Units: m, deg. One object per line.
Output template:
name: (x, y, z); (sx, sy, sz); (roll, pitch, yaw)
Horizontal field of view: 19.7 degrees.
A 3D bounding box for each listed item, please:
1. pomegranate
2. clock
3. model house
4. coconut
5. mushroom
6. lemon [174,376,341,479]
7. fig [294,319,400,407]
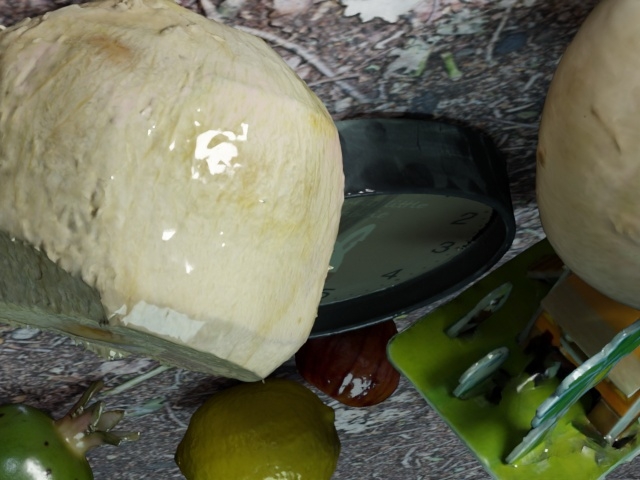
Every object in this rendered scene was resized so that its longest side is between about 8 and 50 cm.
pomegranate: (-0.322, 0.258, 2.135); (0.224, 0.181, 0.181); (-36, 158, -1)
clock: (0.000, 0.000, 1.761); (0.386, 0.076, 0.386); (-11, 159, -4)
model house: (0.273, 0.040, 1.699); (0.358, 0.242, 0.313); (-29, 157, -33)
coconut: (-0.125, -0.045, 1.324); (0.297, 0.254, 0.297); (11, 169, 2)
mushroom: (0.314, -0.115, 1.445); (0.362, 0.294, 0.362); (-21, 137, -21)
lemon: (-0.073, 0.255, 2.244); (0.193, 0.180, 0.180); (-31, 162, -13)
fig: (0.036, 0.118, 2.040); (0.128, 0.128, 0.150); (-5, 129, -19)
